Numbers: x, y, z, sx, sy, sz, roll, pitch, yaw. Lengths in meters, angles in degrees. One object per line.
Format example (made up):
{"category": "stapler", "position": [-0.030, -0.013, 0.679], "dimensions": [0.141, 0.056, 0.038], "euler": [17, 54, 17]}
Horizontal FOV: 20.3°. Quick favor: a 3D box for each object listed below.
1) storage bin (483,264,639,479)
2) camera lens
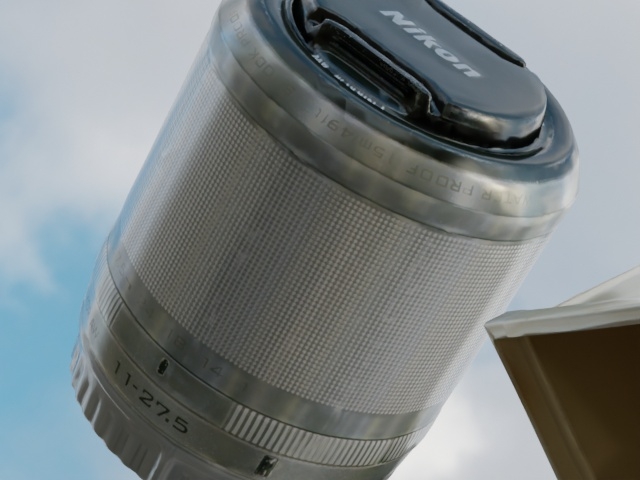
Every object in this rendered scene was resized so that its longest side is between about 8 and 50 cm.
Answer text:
{"category": "storage bin", "position": [0.206, 0.109, 0.546], "dimensions": [0.260, 0.123, 0.262], "euler": [65, -21, -2]}
{"category": "camera lens", "position": [0.000, 0.000, 1.014], "dimensions": [0.219, 0.219, 0.274], "euler": [30, -63, 2]}
